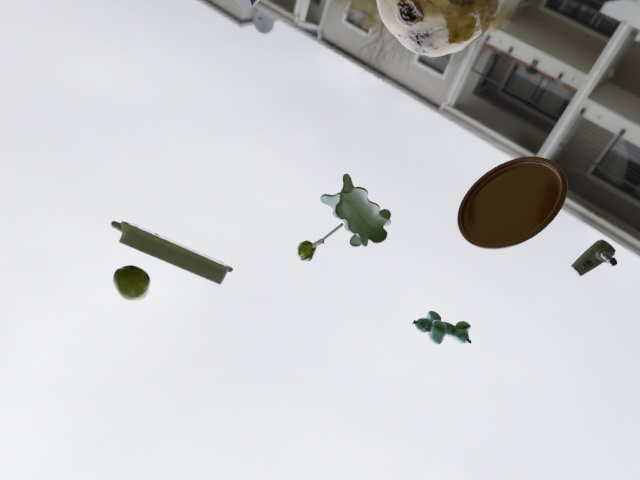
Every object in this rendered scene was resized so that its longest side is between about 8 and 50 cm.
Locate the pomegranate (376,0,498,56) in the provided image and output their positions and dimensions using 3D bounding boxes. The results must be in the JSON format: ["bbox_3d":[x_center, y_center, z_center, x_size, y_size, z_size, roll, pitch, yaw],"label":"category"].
[{"bbox_3d":[0.237,-0.506,1.105,0.261,0.260,0.260,12,-139,-10],"label":"pomegranate"}]

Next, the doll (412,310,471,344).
[{"bbox_3d":[0.316,0.230,1.423,0.159,0.059,0.158,19,-171,6],"label":"doll"}]

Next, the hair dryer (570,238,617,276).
[{"bbox_3d":[0.681,0.045,1.327,0.054,0.106,0.154,50,-176,5],"label":"hair dryer"}]

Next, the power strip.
[{"bbox_3d":[-0.394,0.031,1.442,0.338,0.058,0.098,26,178,-16],"label":"power strip"}]

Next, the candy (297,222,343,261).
[{"bbox_3d":[0.000,0.000,1.555,0.058,0.194,0.062,4,-121,-44],"label":"candy"}]

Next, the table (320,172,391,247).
[{"bbox_3d":[0.108,-0.092,1.677,0.198,0.167,0.166,46,-158,-40],"label":"table"}]

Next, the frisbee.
[{"bbox_3d":[0.414,-0.083,1.193,0.021,0.251,0.250,42,-152,-34],"label":"frisbee"}]

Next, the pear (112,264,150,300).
[{"bbox_3d":[-0.468,0.102,1.356,0.092,0.097,0.092,-15,-130,19],"label":"pear"}]

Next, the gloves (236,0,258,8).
[{"bbox_3d":[-0.173,-0.758,1.546,0.111,0.127,0.212,16,-112,43],"label":"gloves"}]
